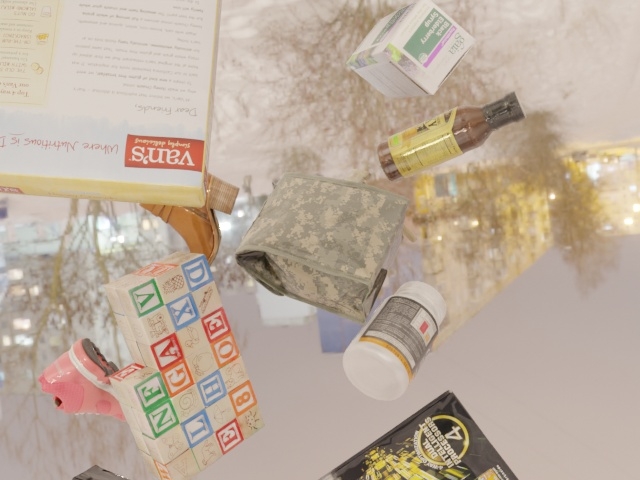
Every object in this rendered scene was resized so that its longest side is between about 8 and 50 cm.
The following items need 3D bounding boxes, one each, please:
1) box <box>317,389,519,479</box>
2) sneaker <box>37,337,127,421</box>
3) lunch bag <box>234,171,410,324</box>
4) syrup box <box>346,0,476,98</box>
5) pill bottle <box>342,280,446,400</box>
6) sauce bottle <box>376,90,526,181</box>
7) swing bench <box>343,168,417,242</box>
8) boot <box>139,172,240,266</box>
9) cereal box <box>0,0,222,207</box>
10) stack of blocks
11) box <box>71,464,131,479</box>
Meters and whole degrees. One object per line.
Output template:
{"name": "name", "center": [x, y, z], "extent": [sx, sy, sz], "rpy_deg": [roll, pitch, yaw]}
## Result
{"name": "box", "center": [0.204, 0.492, 1.147], "extent": [0.318, 0.395, 0.097], "rpy_deg": [-34, 142, -1]}
{"name": "sneaker", "center": [-0.493, 0.317, 1.485], "extent": [0.136, 0.116, 0.313], "rpy_deg": [-31, 147, -12]}
{"name": "lunch bag", "center": [0.000, 0.000, 1.390], "extent": [0.287, 0.235, 0.168], "rpy_deg": [19, 145, 12]}
{"name": "syrup box", "center": [0.122, -0.271, 1.013], "extent": [0.096, 0.093, 0.237], "rpy_deg": [37, -177, -13]}
{"name": "pill bottle", "center": [0.181, 0.225, 1.631], "extent": [0.162, 0.162, 0.278], "rpy_deg": [-4, -151, 39]}
{"name": "sauce bottle", "center": [0.304, -0.247, 1.642], "extent": [0.345, 0.111, 0.111], "rpy_deg": [-22, 178, 20]}
{"name": "swing bench", "center": [0.066, -0.015, 1.809], "extent": [0.253, 0.254, 0.165], "rpy_deg": [-46, -152, -11]}
{"name": "boot", "center": [-0.240, -0.033, 1.206], "extent": [0.153, 0.197, 0.073], "rpy_deg": [19, -172, -8]}
{"name": "cereal box", "center": [-0.162, -0.147, 0.514], "extent": [0.173, 0.240, 0.047], "rpy_deg": [4, 165, -6]}
{"name": "stack of blocks", "center": [-0.213, 0.185, 1.034], "extent": [0.171, 0.297, 0.087], "rpy_deg": [-28, -161, -36]}
{"name": "box", "center": [-0.373, 0.553, 1.207], "extent": [0.185, 0.261, 0.103], "rpy_deg": [19, 178, 9]}
